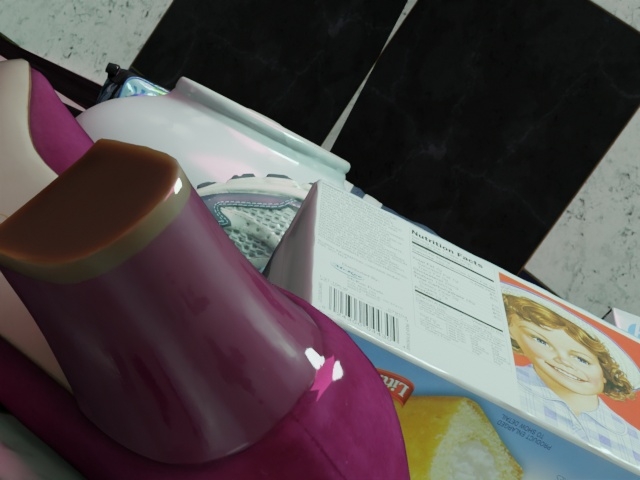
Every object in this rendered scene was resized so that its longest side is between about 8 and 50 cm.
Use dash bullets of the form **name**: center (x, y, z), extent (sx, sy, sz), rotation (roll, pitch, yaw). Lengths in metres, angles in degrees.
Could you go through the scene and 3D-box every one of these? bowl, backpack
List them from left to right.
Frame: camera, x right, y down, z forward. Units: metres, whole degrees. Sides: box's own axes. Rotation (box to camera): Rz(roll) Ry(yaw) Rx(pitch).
- **backpack**: center (-0.148, -0.074, 1.333), extent (0.105, 0.114, 0.084), rotation (22, 7, -29)
- **bowl**: center (-0.071, -0.031, 1.171), extent (0.297, 0.134, 0.298), rotation (27, 4, -2)

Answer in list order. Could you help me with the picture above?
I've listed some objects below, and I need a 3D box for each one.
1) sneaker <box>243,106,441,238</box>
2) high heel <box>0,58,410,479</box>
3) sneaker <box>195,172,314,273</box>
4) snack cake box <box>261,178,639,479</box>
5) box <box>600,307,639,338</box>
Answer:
- **sneaker**: center (0.000, 0.000, 1.413), extent (0.350, 0.131, 0.148), rotation (38, 3, 38)
- **high heel**: center (-0.102, 0.035, 0.650), extent (0.181, 0.127, 0.377), rotation (57, -14, -25)
- **sneaker**: center (0.022, 0.050, 0.974), extent (0.283, 0.110, 0.122), rotation (21, 22, -12)
- **snack cake box**: center (0.091, 0.088, 0.771), extent (0.264, 0.089, 0.152), rotation (27, 21, -9)
- **box**: center (0.245, 0.141, 0.984), extent (0.145, 0.038, 0.186), rotation (20, 40, -21)
